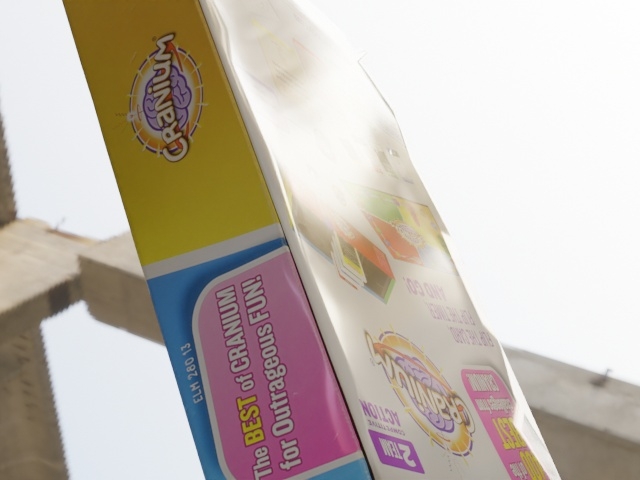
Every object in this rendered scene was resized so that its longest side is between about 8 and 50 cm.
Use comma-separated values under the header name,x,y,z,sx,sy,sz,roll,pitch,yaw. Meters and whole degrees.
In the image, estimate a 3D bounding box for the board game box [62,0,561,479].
name,x,y,z,sx,sy,sz,roll,pitch,yaw
board game box,0.000,0.000,0.581,0.242,0.064,0.316,29,-145,-56
